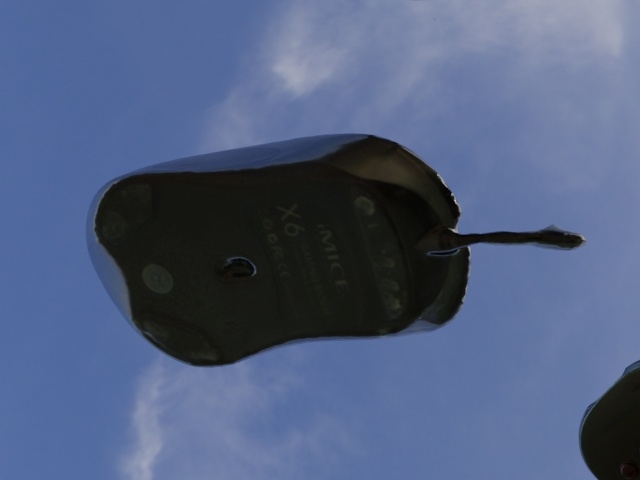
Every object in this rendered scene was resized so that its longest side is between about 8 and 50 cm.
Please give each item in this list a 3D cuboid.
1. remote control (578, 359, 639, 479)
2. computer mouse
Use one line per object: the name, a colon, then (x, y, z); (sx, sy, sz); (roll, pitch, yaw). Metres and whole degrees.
remote control: (0.214, 0.137, 0.470); (0.222, 0.042, 0.072); (40, -68, 5)
computer mouse: (0.000, 0.000, 0.750); (0.380, 0.090, 0.167); (-2, -61, 25)
